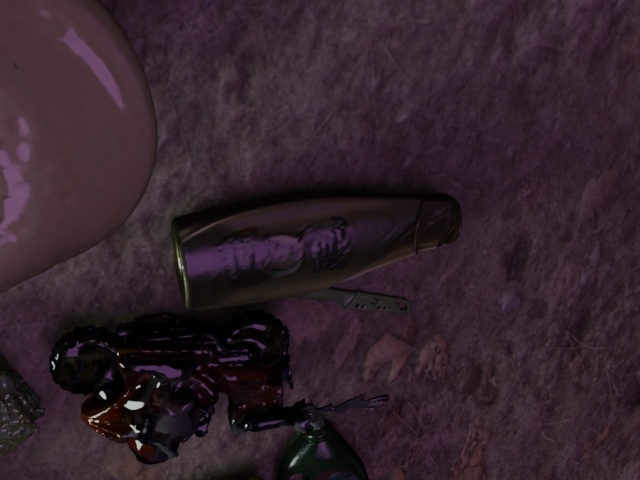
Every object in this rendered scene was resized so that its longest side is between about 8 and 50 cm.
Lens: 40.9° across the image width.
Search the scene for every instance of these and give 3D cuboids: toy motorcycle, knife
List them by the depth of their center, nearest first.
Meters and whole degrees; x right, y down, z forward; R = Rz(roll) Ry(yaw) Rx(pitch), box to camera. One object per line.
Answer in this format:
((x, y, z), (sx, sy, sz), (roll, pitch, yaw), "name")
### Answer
((-0.120, 0.183, 1.063), (0.401, 0.134, 0.207), (-6, 117, -14), "toy motorcycle")
((0.032, 0.078, 1.129), (0.207, 0.014, 0.030), (9, 110, -23), "knife")

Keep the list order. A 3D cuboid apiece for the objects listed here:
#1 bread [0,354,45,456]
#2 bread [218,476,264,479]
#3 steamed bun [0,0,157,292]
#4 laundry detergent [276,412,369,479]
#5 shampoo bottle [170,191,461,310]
((-0.417, 0.209, 1.017), (0.172, 0.064, 0.232), (13, 112, -21), "bread")
((-0.176, 0.398, 1.180), (0.225, 0.081, 0.134), (-16, 124, -13), "bread")
((-0.390, -0.114, 0.690), (0.456, 0.371, 0.290), (-23, 118, -18), "steamed bun")
((-0.002, 0.336, 1.218), (0.137, 0.063, 0.211), (-14, 119, -4), "laundry detergent")
((0.000, 0.000, 1.041), (0.350, 0.084, 0.126), (-9, 115, -15), "shampoo bottle")
